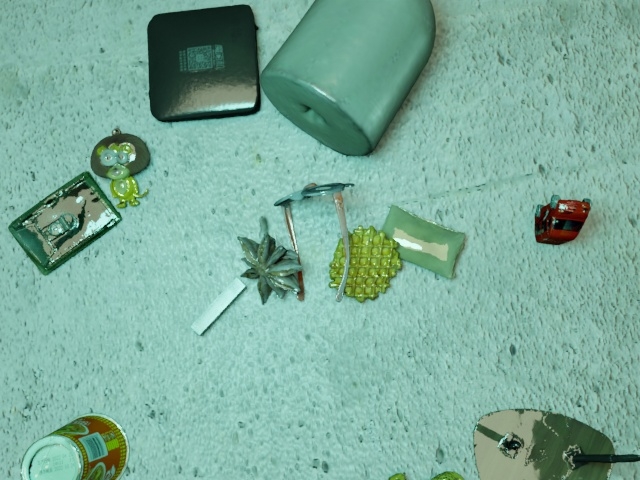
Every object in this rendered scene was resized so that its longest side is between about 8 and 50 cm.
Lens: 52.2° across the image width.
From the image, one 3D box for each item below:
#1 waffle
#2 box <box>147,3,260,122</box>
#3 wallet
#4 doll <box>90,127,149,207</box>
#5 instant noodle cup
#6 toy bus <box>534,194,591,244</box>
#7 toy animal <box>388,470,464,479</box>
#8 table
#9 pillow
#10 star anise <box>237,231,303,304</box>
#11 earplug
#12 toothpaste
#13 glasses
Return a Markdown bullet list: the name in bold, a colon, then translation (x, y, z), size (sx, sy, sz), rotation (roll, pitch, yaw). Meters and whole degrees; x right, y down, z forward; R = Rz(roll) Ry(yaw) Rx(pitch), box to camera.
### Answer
- **waffle**: translation (0.103, 0.055, 1.524), size (0.191, 0.038, 0.191), rotation (-4, 110, -10)
- **box**: translation (-0.295, -0.447, 1.660), size (0.288, 0.073, 0.290), rotation (-6, 80, 2)
- **wallet**: translation (-0.629, -0.045, 1.614), size (0.236, 0.055, 0.160), rotation (-37, 87, -5)
- **doll**: translation (-0.482, -0.180, 1.612), size (0.145, 0.096, 0.188), rotation (-31, 90, 4)
- **instant noodle cup**: translation (-0.543, 0.484, 1.429), size (0.193, 0.212, 0.193), rotation (0, 80, 3)
- **toy bus**: translation (0.545, -0.045, 1.484), size (0.081, 0.195, 0.089), rotation (7, 83, 4)
- **toy animal**: translation (0.258, 0.560, 1.452), size (0.181, 0.073, 0.136), rotation (-22, 72, 2)
- **table**: translation (0.475, 0.490, 1.362), size (0.317, 0.249, 0.317), rotation (0, 80, 2)
- **pillow**: translation (0.242, 0.003, 1.562), size (0.208, 0.053, 0.119), rotation (22, 79, 10)
- **star anise**: translation (-0.125, 0.059, 1.533), size (0.195, 0.182, 0.065), rotation (47, 42, -3)
- **earplug**: translation (0.091, -0.436, 1.528), size (0.312, 0.312, 0.394), rotation (33, 80, 8)
- **toothpaste**: translation (-0.241, 0.158, 1.559), size (0.034, 0.046, 0.164), rotation (42, 84, 7)
- **glasses**: translation (0.000, 0.000, 1.511), size (0.118, 0.234, 0.268), rotation (-15, 95, -35)
